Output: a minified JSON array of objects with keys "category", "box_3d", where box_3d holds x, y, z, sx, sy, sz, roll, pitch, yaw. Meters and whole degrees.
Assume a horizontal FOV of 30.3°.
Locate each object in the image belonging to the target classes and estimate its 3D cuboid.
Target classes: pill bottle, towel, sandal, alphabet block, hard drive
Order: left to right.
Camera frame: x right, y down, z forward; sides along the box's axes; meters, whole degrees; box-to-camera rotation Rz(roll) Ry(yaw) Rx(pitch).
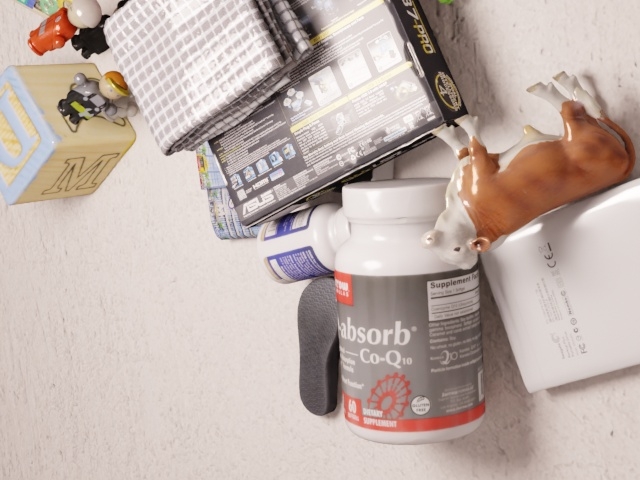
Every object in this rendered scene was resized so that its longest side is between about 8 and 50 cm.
[{"category":"alphabet block","box_3d":[-0.497,-0.200,2.188,0.193,0.197,0.192,-42,71,36]},{"category":"towel","box_3d":[-0.173,-0.288,1.735,0.283,0.121,0.235,-33,79,33]},{"category":"pill bottle","box_3d":[0.000,0.000,1.872,0.186,0.112,0.112,-14,89,40]},{"category":"sandal","box_3d":[0.008,0.166,1.943,0.097,0.054,0.254,32,126,39]},{"category":"pill bottle","box_3d":[0.127,0.096,1.719,0.210,0.210,0.363,2,99,39]},{"category":"hard drive","box_3d":[0.397,0.054,1.600,0.353,0.047,0.233,-23,82,40]}]

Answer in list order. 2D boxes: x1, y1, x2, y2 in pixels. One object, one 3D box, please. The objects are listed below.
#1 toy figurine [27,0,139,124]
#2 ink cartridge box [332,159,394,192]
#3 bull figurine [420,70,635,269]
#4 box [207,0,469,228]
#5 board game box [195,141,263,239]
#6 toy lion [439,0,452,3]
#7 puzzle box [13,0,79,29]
[{"category":"toy figurine","box_3d":[-0.379,-0.316,2.067,0.148,0.213,0.209,-27,84,23]},{"category":"ink cartridge box","box_3d":[0.037,-0.258,1.831,0.175,0.069,0.371,12,103,37]},{"category":"bull figurine","box_3d":[0.257,-0.093,1.574,0.310,0.101,0.188,-24,92,-1]},{"category":"box","box_3d":[-0.014,-0.236,1.765,0.395,0.097,0.318,-27,85,34]},{"category":"board game box","box_3d":[-0.114,-0.098,1.982,0.194,0.060,0.194,-4,95,40]},{"category":"toy lion","box_3d":[0.164,-0.389,1.693,0.034,0.096,0.100,-31,38,38]},{"category":"puzzle box","box_3d":[-0.493,-0.619,2.136,0.272,0.052,0.409,29,117,7]}]
